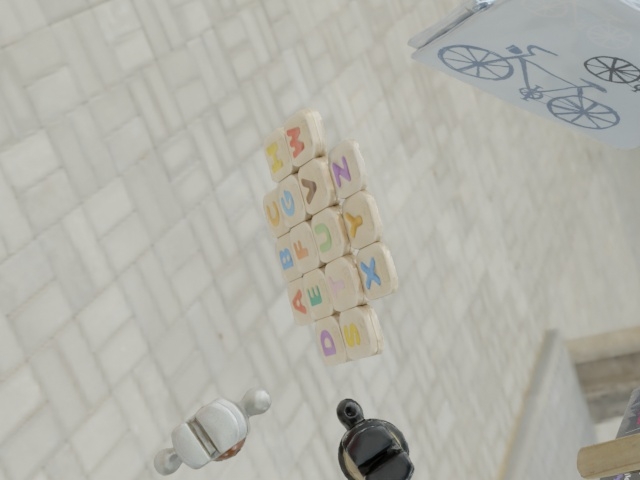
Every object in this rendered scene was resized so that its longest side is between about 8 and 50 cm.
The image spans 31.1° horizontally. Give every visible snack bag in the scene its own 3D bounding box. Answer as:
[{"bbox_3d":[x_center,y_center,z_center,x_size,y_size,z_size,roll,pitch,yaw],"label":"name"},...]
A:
[{"bbox_3d":[0.303,-0.202,1.280,0.323,0.342,0.037,21,76,-16],"label":"snack bag"}]

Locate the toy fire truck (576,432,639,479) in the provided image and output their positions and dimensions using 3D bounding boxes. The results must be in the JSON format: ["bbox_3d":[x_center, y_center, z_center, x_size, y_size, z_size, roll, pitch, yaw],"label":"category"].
[{"bbox_3d":[0.230,0.102,0.399,0.217,0.158,0.246,16,22,-31],"label":"toy fire truck"}]

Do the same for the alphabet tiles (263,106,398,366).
[{"bbox_3d":[0.000,0.000,1.306,0.021,0.278,0.284,-14,85,-25],"label":"alphabet tiles"}]

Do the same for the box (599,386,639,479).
[{"bbox_3d":[0.275,0.197,0.629,0.247,0.142,0.163,62,29,-5],"label":"box"}]

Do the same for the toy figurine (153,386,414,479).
[{"bbox_3d":[-0.032,0.224,0.900,0.148,0.210,0.213,86,12,-82],"label":"toy figurine"}]
